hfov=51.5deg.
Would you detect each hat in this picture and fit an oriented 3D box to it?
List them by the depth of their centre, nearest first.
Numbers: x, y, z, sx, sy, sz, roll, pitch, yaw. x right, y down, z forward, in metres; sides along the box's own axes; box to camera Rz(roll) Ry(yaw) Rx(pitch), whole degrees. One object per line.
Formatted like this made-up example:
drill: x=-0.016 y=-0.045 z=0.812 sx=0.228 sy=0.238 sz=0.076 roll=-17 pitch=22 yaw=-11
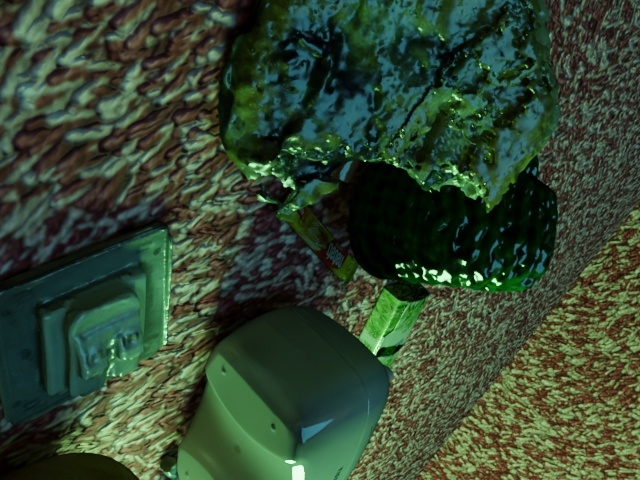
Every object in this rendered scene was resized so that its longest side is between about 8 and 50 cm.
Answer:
hat: x=0.186 y=-0.100 z=0.896 sx=0.242 sy=0.274 sz=0.332 roll=8 pitch=90 yaw=-70

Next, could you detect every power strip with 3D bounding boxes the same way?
power strip: x=-0.229 y=0.101 z=0.681 sx=0.198 sy=0.064 sz=0.213 roll=-29 pitch=145 yaw=-38

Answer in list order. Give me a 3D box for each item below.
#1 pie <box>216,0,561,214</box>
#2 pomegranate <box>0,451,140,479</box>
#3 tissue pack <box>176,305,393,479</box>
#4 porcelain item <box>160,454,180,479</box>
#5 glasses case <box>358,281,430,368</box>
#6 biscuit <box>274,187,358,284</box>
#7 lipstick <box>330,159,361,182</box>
pie: x=0.084 y=-0.165 z=0.668 sx=0.371 sy=0.078 sz=0.296 roll=-1 pitch=115 yaw=-15
pomegranate: x=-0.287 y=0.348 z=0.730 sx=0.248 sy=0.248 sz=0.248 roll=-35 pitch=149 yaw=-25
tissue pack: x=-0.047 y=0.263 z=0.962 sx=0.236 sy=0.229 sz=0.333 roll=-16 pitch=137 yaw=-46
porcelain item: x=-0.226 y=0.359 z=1.040 sx=0.036 sy=0.028 sz=0.083 roll=-25 pitch=149 yaw=-9
glasses case: x=0.122 y=0.202 z=1.312 sx=0.095 sy=0.062 sz=0.272 roll=-17 pitch=138 yaw=-46
biscuit: x=0.000 y=0.000 z=0.931 sx=0.048 sy=0.026 sz=0.292 roll=-66 pitch=155 yaw=-12
lipstick: x=0.077 y=-0.201 z=0.738 sx=0.081 sy=0.081 sz=0.300 roll=-1 pitch=125 yaw=-55
